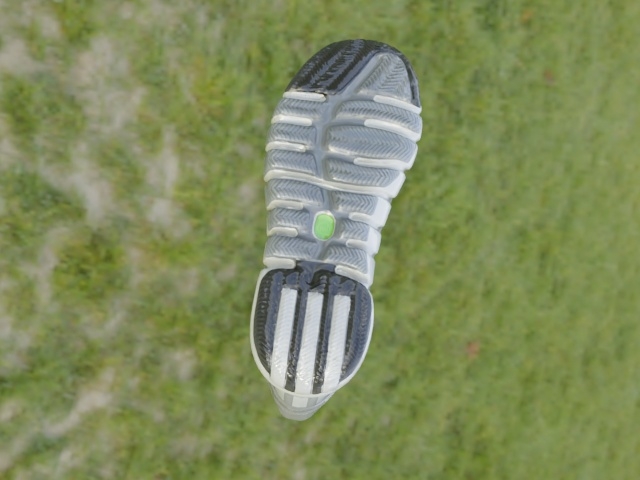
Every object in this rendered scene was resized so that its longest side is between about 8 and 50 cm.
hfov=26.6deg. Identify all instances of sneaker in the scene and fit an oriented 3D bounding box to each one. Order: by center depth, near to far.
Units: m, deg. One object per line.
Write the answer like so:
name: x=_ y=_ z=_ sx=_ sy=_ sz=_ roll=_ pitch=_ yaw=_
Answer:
sneaker: x=0.000 y=0.000 z=0.805 sx=0.132 sy=0.086 sz=0.228 roll=100 pitch=4 yaw=-64
